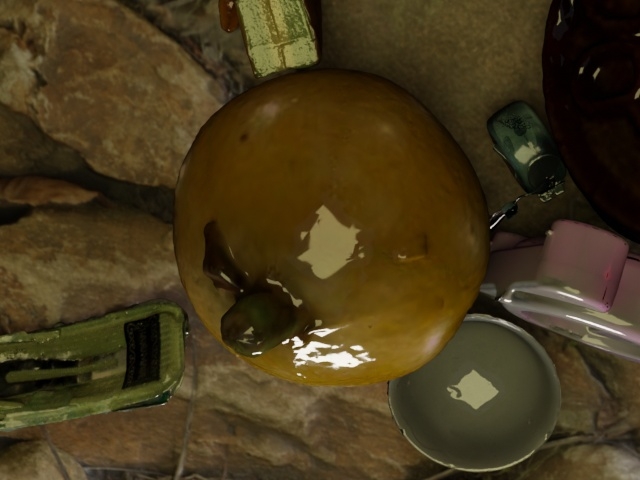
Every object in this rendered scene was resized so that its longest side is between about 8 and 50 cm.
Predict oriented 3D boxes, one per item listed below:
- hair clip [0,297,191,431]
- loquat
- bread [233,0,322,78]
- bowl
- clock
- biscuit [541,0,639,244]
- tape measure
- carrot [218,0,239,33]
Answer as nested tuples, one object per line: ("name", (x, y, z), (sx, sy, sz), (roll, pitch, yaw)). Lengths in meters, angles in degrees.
("hair clip", (-0.297, 0.163, 1.312), (0.321, 0.138, 0.091), (-11, 149, 13))
("loquat", (0.000, 0.000, 1.067), (0.329, 0.359, 0.328), (11, 121, 18))
("bread", (-0.034, -0.227, 1.117), (0.074, 0.139, 0.084), (-11, 109, 11))
("bowl", (0.172, 0.157, 1.222), (0.189, 0.086, 0.189), (2, 106, 9))
("clock", (0.299, 0.064, 1.099), (0.248, 0.227, 0.090), (22, 83, -9))
("biscuit", (0.371, -0.175, 0.962), (0.407, 0.091, 0.407), (-4, 84, 44))
("tape measure", (0.172, -0.063, 1.147), (0.180, 0.104, 0.107), (-34, 83, 23))
("carrot", (-0.074, -0.338, 1.139), (0.043, 0.043, 0.247), (16, 111, 5))
